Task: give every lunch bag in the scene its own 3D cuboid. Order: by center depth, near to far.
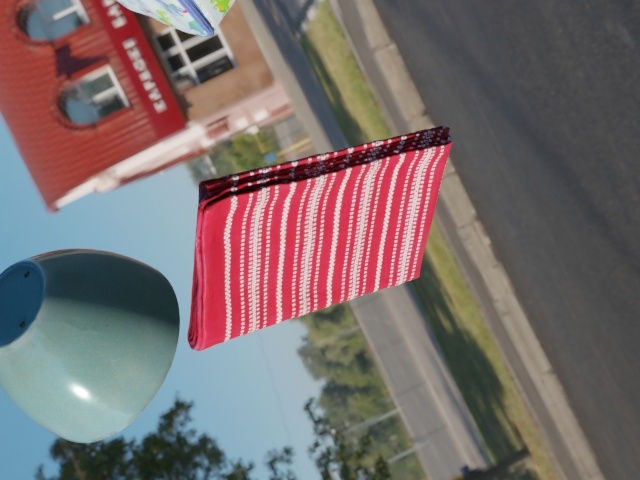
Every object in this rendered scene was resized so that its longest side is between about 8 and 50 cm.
[{"bbox_3d":[-0.238,-0.375,1.389,0.219,0.090,0.176,28,170,26],"label":"lunch bag"}]

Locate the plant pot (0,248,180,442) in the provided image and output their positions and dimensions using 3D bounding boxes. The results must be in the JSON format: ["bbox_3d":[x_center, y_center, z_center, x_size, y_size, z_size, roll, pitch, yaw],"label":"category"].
[{"bbox_3d":[-0.379,0.128,1.479,0.195,0.290,0.290,38,-161,-48],"label":"plant pot"}]

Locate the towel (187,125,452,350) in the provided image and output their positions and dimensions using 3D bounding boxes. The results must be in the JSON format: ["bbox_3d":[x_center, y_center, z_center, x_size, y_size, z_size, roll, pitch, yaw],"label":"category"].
[{"bbox_3d":[0.000,0.000,0.968,0.031,0.274,0.199,50,144,38],"label":"towel"}]
